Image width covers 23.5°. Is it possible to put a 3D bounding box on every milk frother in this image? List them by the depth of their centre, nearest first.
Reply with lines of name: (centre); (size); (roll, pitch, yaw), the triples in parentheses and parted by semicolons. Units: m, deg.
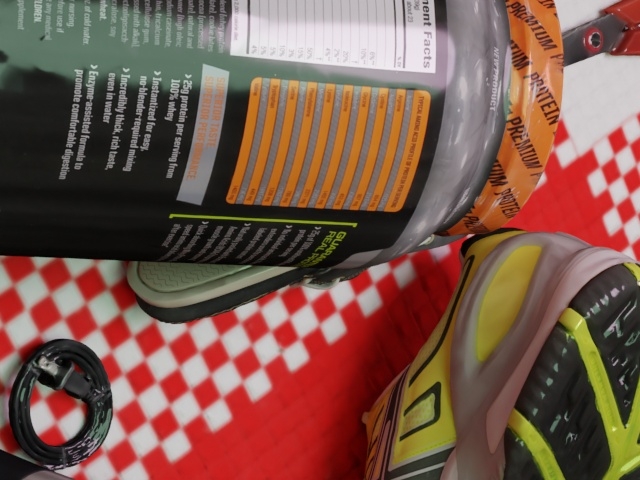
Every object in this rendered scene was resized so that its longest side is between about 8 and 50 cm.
milk frother: (-0.118, 0.128, 0.771); (0.129, 0.134, 0.143); (29, 78, -64)

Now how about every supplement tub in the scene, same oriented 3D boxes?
supplement tub: (-0.056, -0.084, 0.739); (0.315, 0.193, 0.194); (3, 91, -24)

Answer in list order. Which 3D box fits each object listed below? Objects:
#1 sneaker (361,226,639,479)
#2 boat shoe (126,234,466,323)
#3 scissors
sneaker: (0.081, 0.172, 0.920); (0.145, 0.147, 0.385); (24, 97, -36)
boat shoe: (0.000, 0.000, 0.881); (0.233, 0.084, 0.079); (-24, 132, -25)
scissors: (0.192, -0.149, 1.041); (0.297, 0.021, 0.109); (-7, 99, -33)
